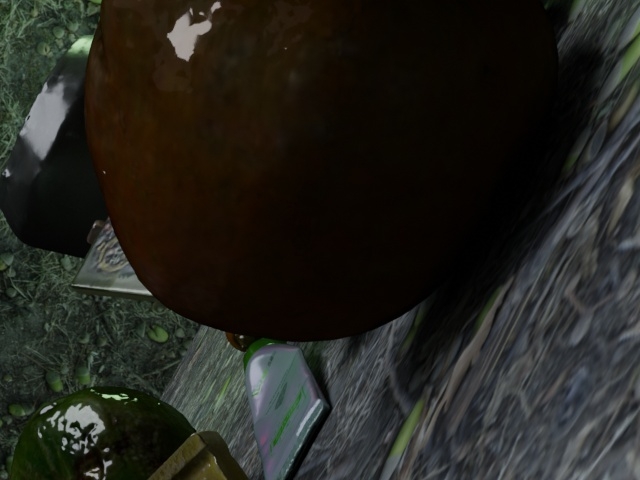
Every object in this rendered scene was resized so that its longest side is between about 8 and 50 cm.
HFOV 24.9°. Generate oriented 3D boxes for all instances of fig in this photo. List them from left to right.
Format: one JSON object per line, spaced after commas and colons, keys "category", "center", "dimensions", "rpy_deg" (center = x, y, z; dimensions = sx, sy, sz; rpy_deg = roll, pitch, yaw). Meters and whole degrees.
{"category": "fig", "center": [-0.139, 0.229, 1.213], "dimensions": [0.235, 0.203, 0.203], "rpy_deg": [18, -76, -52]}

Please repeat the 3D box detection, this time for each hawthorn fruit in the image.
{"category": "hawthorn fruit", "center": [-0.013, -0.066, 0.865], "dimensions": [0.268, 0.267, 0.301], "rpy_deg": [-72, 3, -61]}

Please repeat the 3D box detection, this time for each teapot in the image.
{"category": "teapot", "center": [-0.154, -0.046, 1.545], "dimensions": [0.253, 0.344, 0.300], "rpy_deg": [-63, 2, 28]}

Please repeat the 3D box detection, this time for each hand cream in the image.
{"category": "hand cream", "center": [-0.032, 0.136, 1.197], "dimensions": [0.275, 0.050, 0.079], "rpy_deg": [-124, 35, -79]}

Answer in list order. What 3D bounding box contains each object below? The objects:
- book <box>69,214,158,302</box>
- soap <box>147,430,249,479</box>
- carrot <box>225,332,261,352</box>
{"category": "book", "center": [-0.063, -0.034, 1.312], "dimensions": [0.322, 0.018, 0.228], "rpy_deg": [3, 56, 36]}
{"category": "soap", "center": [-0.133, 0.245, 1.042], "dimensions": [0.252, 0.092, 0.037], "rpy_deg": [-45, -24, 24]}
{"category": "carrot", "center": [-0.073, 0.071, 1.728], "dimensions": [0.067, 0.067, 0.225], "rpy_deg": [-60, 4, 20]}
